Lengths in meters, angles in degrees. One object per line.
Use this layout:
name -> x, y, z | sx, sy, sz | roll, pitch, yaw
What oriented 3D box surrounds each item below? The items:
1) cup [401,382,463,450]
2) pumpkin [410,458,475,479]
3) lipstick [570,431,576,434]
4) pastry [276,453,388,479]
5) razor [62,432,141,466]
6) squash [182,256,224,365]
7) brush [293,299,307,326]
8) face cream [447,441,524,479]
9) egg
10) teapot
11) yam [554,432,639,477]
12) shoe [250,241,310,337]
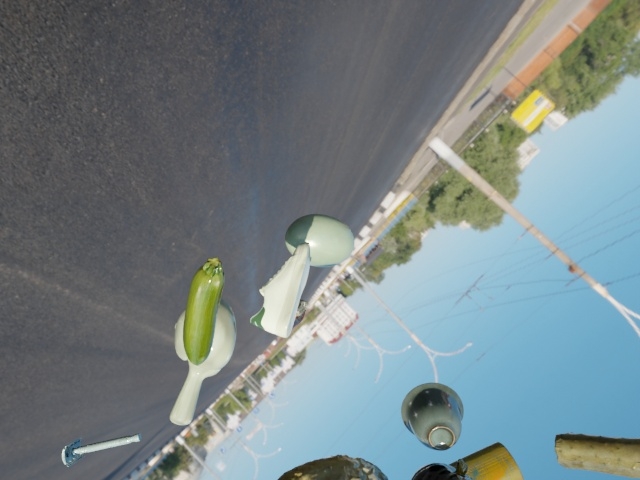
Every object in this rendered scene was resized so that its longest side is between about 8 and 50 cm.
cup -> 0.352, 0.558, 1.350 | 0.199, 0.199, 0.150 | -46, -176, 10
pumpkin -> 0.367, 0.720, 1.235 | 0.250, 0.250, 0.216 | 102, 10, -80
lipstick -> 0.681, 0.522, 1.115 | 0.025, 0.107, 0.025 | -57, 159, -26
pastry -> 0.014, 0.566, 0.901 | 0.329, 0.330, 0.136 | -46, -147, 3
razor -> -0.722, 0.687, 1.488 | 0.232, 0.068, 0.106 | -11, 172, -3
squash -> -0.237, 0.141, 0.893 | 0.069, 0.069, 0.258 | -35, 144, -62
brush -> -0.094, 0.248, 1.452 | 0.070, 0.051, 0.323 | -68, -171, -26
face cream -> 0.503, 0.772, 1.437 | 0.285, 0.139, 0.067 | -16, 141, -16
egg -> 0.000, 0.000, 1.701 | 0.283, 0.202, 0.203 | 5, 145, -27
teapot -> -0.318, 0.308, 1.198 | 0.149, 0.318, 0.220 | 9, 139, -28
yam -> 0.658, 0.420, 0.847 | 0.372, 0.083, 0.083 | -8, -161, 35
shoe -> -0.100, 0.113, 1.143 | 0.095, 0.110, 0.264 | 85, 16, -59
